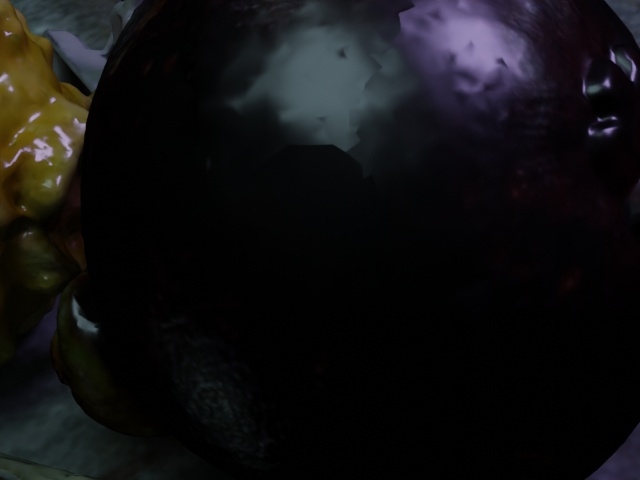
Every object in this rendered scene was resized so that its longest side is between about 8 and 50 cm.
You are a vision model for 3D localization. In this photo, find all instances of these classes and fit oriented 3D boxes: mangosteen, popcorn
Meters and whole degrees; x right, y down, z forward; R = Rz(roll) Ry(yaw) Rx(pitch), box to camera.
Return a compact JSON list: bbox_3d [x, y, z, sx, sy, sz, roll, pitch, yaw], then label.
[{"bbox_3d":[0.000,0.000,0.565,0.265,0.228,0.228,-19,40,33],"label":"mangosteen"},{"bbox_3d":[-0.158,-0.021,0.667,0.152,0.167,0.148,4,38,-13],"label":"popcorn"}]

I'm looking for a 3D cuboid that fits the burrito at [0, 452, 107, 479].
[{"bbox_3d":[-0.130,0.106,0.607,0.230,0.063,0.058,12,81,26],"label":"burrito"}]

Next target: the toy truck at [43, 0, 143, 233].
[{"bbox_3d":[-0.017,-0.116,0.746,0.286,0.111,0.136,-34,48,-11],"label":"toy truck"}]
